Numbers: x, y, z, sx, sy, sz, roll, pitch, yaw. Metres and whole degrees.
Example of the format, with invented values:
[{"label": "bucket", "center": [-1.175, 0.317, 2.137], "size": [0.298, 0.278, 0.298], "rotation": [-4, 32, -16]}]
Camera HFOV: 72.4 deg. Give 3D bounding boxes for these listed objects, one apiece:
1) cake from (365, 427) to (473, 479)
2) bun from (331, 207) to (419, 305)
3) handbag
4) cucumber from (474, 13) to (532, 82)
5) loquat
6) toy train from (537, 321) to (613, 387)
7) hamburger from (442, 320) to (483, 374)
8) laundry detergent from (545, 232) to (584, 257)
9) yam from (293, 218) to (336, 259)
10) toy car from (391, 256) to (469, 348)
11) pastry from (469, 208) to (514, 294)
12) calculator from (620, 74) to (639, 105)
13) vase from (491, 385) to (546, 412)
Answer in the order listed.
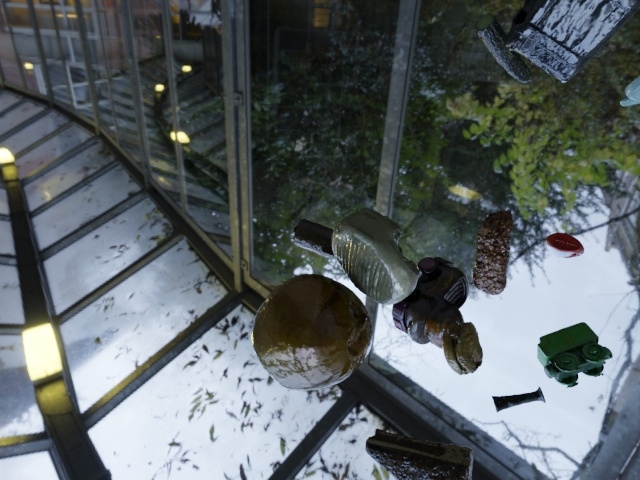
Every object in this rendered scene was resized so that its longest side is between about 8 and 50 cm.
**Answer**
[{"label": "cake", "center": [0.226, 0.543, 1.020], "size": [0.246, 0.135, 0.112], "rotation": [-1, 180, 29]}, {"label": "bun", "center": [0.124, 0.028, 0.954], "size": [0.116, 0.210, 0.237], "rotation": [-33, -135, -25]}, {"label": "handbag", "center": [0.512, -0.477, 0.885], "size": [0.181, 0.254, 0.181], "rotation": [33, -129, -2]}, {"label": "cucumber", "center": [0.567, -0.566, 1.332], "size": [0.293, 0.067, 0.067], "rotation": [29, -169, -36]}, {"label": "loquat", "center": [-0.022, 0.222, 1.022], "size": [0.284, 0.276, 0.276], "rotation": [-38, -157, 17]}, {"label": "toy train", "center": [0.943, 0.426, 1.644], "size": [0.243, 0.132, 0.188], "rotation": [-21, -143, 2]}, {"label": "hamburger", "center": [0.404, 0.303, 1.242], "size": [0.083, 0.147, 0.138], "rotation": [-19, -179, 34]}, {"label": "laundry detergent", "center": [0.684, 0.022, 1.227], "size": [0.097, 0.049, 0.165], "rotation": [24, 180, 30]}, {"label": "yam", "center": [0.001, -0.003, 1.130], "size": [0.127, 0.084, 0.084], "rotation": [18, -149, 18]}, {"label": "toy car", "center": [0.439, 0.236, 1.614], "size": [0.341, 0.271, 0.240], "rotation": [-44, -135, -19]}, {"label": "pastry", "center": [0.314, 0.024, 0.808], "size": [0.063, 0.169, 0.087], "rotation": [0, -162, 6]}, {"label": "calculator", "center": [1.013, -0.476, 1.267], "size": [0.184, 0.295, 0.042], "rotation": [-6, -106, -10]}, {"label": "vase", "center": [0.691, 0.555, 1.525], "size": [0.167, 0.059, 0.059], "rotation": [-18, -155, 14]}]
